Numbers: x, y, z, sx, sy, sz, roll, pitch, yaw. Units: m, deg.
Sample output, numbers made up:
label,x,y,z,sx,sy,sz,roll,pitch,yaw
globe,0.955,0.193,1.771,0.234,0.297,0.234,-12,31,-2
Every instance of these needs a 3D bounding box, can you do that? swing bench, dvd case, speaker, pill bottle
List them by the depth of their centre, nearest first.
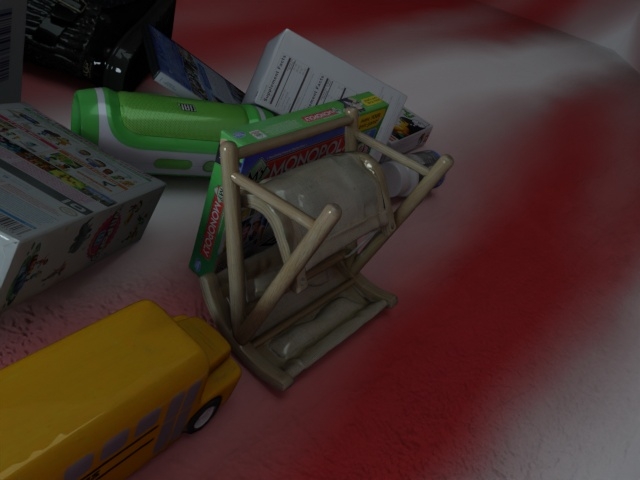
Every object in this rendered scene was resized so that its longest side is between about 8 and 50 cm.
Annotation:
label,x,y,z,sx,sy,sz,roll,pitch,yaw
swing bench,0.000,0.000,0.738,0.165,0.255,0.253,33,36,24
speaker,-0.217,-0.158,0.919,0.296,0.131,0.131,0,42,-29
dvd case,-0.198,-0.266,1.059,0.253,0.022,0.180,30,25,-41
pill bottle,0.169,-0.124,1.130,0.137,0.078,0.078,-18,53,-42

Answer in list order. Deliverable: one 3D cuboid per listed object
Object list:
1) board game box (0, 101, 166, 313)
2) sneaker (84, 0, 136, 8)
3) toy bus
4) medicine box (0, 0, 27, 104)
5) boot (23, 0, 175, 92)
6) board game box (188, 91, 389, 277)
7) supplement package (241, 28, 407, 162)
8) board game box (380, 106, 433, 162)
label,x,y,z,sx,sy,sz,roll,pitch,yaw
board game box,-0.340,-0.053,0.656,0.223,0.098,0.303,30,19,2
sneaker,-0.454,-0.523,1.316,0.209,0.069,0.082,2,7,-14
toy bus,-0.209,0.155,0.520,0.108,0.130,0.332,38,38,19
medicine box,-0.568,-0.321,0.811,0.289,0.264,0.149,28,35,5
boot,-0.427,-0.409,1.115,0.260,0.131,0.348,20,36,-5
board game box,-0.037,-0.084,0.849,0.046,0.214,0.317,38,39,20
supplement package,0.003,-0.247,1.067,0.244,0.134,0.139,23,0,-21
board game box,0.074,-0.290,1.307,0.305,0.053,0.193,38,38,19
